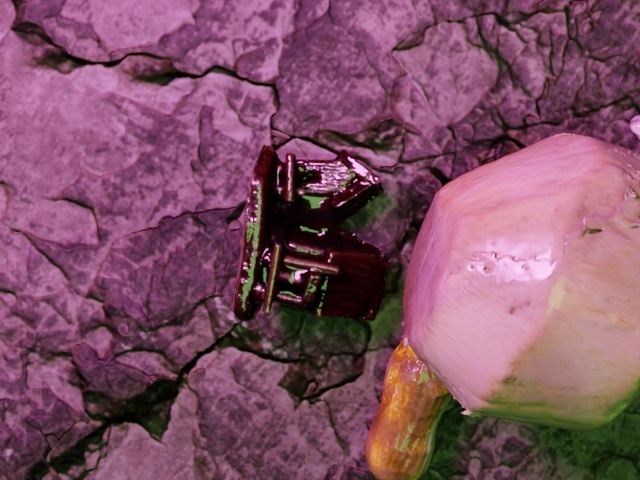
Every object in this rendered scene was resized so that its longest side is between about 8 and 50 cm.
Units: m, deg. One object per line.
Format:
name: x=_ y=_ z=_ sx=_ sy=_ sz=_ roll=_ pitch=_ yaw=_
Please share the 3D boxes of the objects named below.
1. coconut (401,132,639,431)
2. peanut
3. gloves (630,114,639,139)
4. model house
coconut: x=0.276 y=0.050 z=1.647 sx=0.352 sy=0.352 sz=0.353 roll=0 pitch=104 yaw=2
peanut: x=0.110 y=0.197 z=1.802 sx=0.087 sy=0.087 sz=0.207 roll=15 pitch=106 yaw=-2
gloves: x=0.434 y=-0.099 z=1.711 sx=0.119 sy=0.097 sz=0.229 roll=-29 pitch=106 yaw=4
model house: x=-0.001 y=-0.004 z=1.730 sx=0.164 sy=0.141 sz=0.203 roll=9 pitch=102 yaw=11
